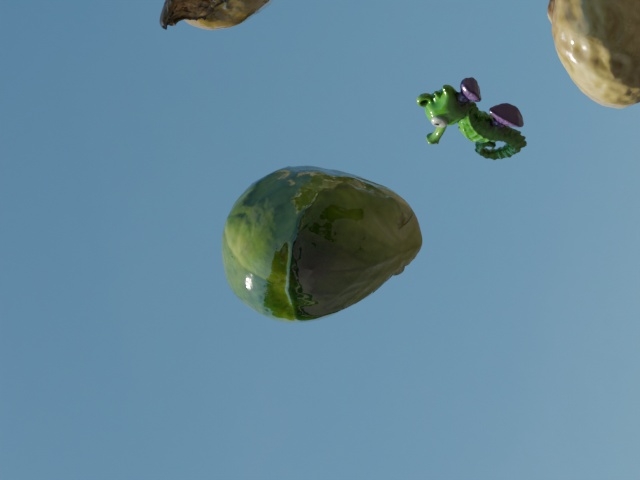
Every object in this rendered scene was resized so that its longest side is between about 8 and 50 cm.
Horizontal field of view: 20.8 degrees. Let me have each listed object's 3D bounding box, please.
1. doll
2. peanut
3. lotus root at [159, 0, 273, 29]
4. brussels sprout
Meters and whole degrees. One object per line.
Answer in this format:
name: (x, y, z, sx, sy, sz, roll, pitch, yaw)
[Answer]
doll: (0.198, -0.151, 2.264, 0.190, 0.115, 0.050, 24, -128, -36)
peanut: (0.299, -0.209, 1.780, 0.159, 0.109, 0.140, 38, -115, -45)
lotus root: (-0.097, -0.277, 1.753, 0.221, 0.118, 0.125, -50, -57, -53)
brussels sprout: (0.000, 0.000, 2.443, 0.210, 0.271, 0.219, -128, 32, -54)
